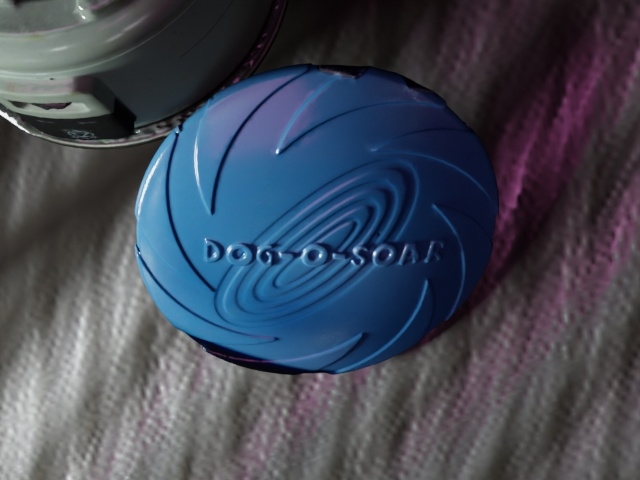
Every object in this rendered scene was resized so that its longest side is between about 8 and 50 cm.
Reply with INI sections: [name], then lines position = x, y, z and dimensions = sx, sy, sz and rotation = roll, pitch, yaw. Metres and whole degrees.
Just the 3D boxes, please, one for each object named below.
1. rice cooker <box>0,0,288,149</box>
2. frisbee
[rice cooker]
position = -0.143, -0.185, 0.741
dimensions = 0.281, 0.227, 0.241
rotation = -2, 82, 4
[frisbee]
position = 0.000, 0.000, 0.801
dimensions = 0.242, 0.045, 0.242
rotation = -3, 123, -5
